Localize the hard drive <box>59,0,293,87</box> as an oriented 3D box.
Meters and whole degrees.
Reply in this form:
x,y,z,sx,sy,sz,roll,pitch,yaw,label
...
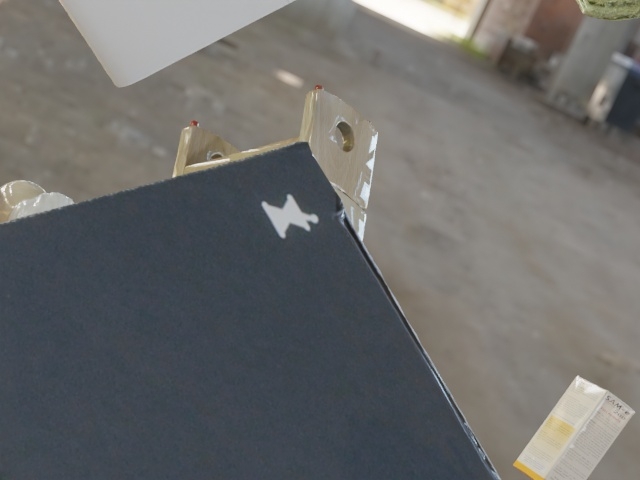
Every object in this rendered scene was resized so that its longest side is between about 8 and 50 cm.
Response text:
x,y,z,sx,sy,sz,roll,pitch,yaw,label
-0.140,-0.284,1.489,0.319,0.210,0.040,59,8,-39,hard drive

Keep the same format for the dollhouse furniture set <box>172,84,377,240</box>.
x,y,z,sx,sy,sz,roll,pitch,yaw,label
0.000,0.000,1.351,0.129,0.129,0.183,-12,-32,39,dollhouse furniture set

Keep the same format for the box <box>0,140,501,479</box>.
x,y,z,sx,sy,sz,roll,pitch,yaw,label
-0.101,0.198,0.826,0.212,0.395,0.293,-17,70,-41,box

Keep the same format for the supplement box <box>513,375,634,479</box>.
x,y,z,sx,sy,sz,roll,pitch,yaw,label
0.216,0.170,1.667,0.036,0.098,0.062,37,-3,-19,supplement box

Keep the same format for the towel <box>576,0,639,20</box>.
x,y,z,sx,sy,sz,roll,pitch,yaw,label
0.242,-0.186,1.334,0.148,0.027,0.110,-8,33,2,towel

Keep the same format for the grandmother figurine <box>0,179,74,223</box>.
x,y,z,sx,sy,sz,roll,pitch,yaw,label
-0.421,-0.069,2.076,0.342,0.104,0.208,22,8,-3,grandmother figurine
